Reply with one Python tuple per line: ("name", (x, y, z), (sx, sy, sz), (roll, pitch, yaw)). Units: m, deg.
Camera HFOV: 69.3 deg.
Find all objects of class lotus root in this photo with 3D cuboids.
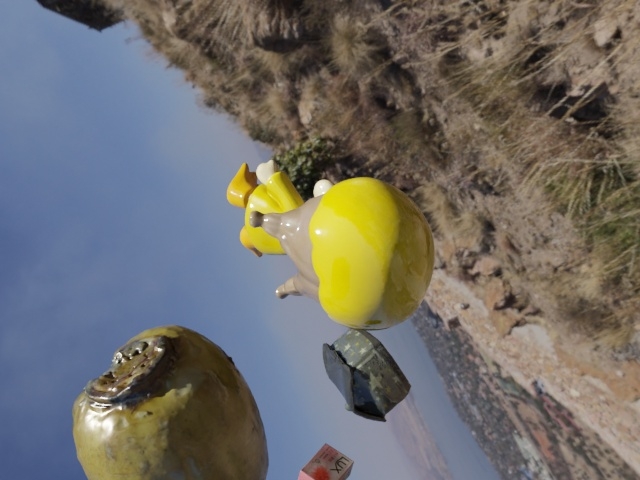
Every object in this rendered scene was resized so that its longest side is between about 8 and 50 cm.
("lotus root", (-0.116, 0.197, 0.422), (0.154, 0.154, 0.278), (-117, 17, -52))

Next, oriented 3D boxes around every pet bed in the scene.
("pet bed", (0.099, 0.338, 1.165), (0.183, 0.159, 0.211), (56, 168, -16))

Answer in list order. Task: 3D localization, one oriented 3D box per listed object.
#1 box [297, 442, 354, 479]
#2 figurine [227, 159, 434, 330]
("box", (0.017, 0.693, 1.383), (0.111, 0.156, 0.060), (24, 116, 25))
("figurine", (0.000, 0.000, 0.663), (0.344, 0.187, 0.215), (19, 148, 42))
